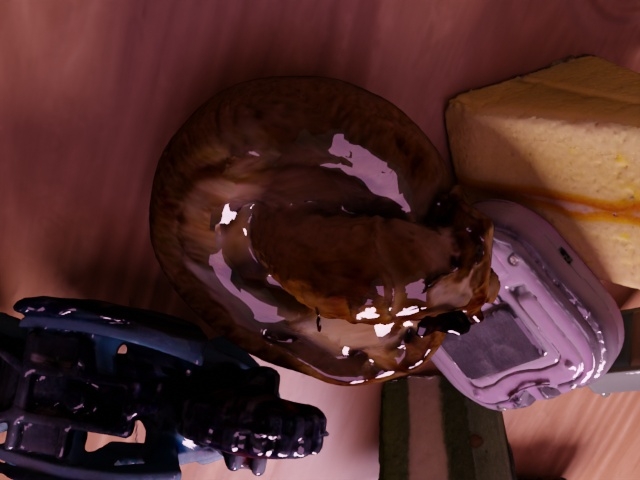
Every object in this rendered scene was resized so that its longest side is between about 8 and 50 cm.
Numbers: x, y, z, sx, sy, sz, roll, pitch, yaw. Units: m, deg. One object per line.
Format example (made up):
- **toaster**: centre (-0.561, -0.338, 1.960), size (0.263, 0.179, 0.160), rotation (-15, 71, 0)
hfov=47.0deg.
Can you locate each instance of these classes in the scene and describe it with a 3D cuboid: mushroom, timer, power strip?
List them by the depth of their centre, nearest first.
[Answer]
- **mushroom**: centre (0.012, -0.002, 0.604), size (0.195, 0.283, 0.264), rotation (-26, 129, -48)
- **timer**: centre (0.163, 0.068, 0.690), size (0.191, 0.069, 0.208), rotation (50, 143, 2)
- **power strip**: centre (0.392, 0.088, 0.782), size (0.215, 0.145, 0.061), rotation (-16, 130, 42)

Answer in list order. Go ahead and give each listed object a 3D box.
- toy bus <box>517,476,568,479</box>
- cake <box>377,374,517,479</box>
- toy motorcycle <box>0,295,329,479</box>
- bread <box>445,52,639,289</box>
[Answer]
- **toy bus**: centre (0.226, 0.339, 0.919), size (0.234, 0.096, 0.074), rotation (6, 111, -13)
- **cake**: centre (0.134, 0.310, 0.836), size (0.157, 0.284, 0.172), rotation (0, 152, 1)
- **toy motorcycle**: centre (-0.200, 0.143, 0.677), size (0.415, 0.232, 0.172), rotation (8, 83, -2)
- **bread**: centre (0.225, -0.038, 0.611), size (0.163, 0.264, 0.168), rotation (-18, 115, -3)
